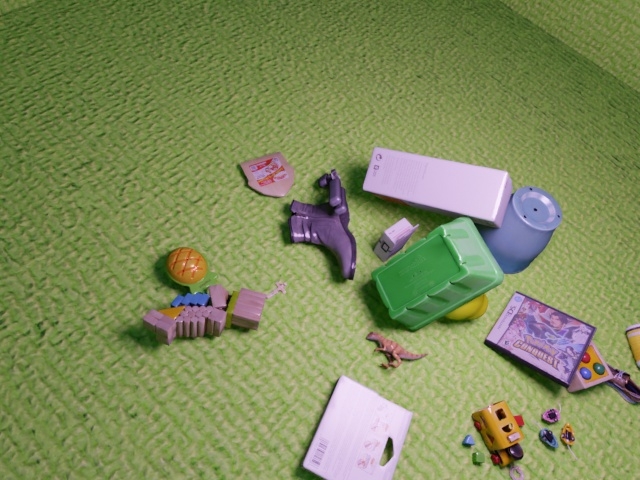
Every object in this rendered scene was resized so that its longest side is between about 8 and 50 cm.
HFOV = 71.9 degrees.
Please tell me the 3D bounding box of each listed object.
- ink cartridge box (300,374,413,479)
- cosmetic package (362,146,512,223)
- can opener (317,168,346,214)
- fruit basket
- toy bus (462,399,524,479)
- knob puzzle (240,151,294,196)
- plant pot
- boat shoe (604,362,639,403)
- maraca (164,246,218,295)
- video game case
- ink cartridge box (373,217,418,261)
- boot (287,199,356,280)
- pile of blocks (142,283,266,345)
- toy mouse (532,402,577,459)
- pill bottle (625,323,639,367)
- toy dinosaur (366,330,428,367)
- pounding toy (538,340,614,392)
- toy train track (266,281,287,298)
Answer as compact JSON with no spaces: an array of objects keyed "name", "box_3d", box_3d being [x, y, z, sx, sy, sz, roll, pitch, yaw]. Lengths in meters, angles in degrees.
[{"name":"ink cartridge box","box_3d":[0.108,0.566,1.261,0.238,0.060,0.275,27,59,4]},{"name":"cosmetic package","box_3d":[0.404,-0.182,1.527,0.452,0.230,0.162,17,93,28]},{"name":"can opener","box_3d":[0.040,-0.175,1.598,0.095,0.076,0.284,-25,28,16]},{"name":"fruit basket","box_3d":[0.402,0.130,1.439,0.391,0.392,0.283,-15,65,-18]},{"name":"toy bus","box_3d":[0.547,0.582,1.311,0.202,0.104,0.191,24,60,3]},{"name":"knob puzzle","box_3d":[-0.186,-0.235,1.667,0.212,0.030,0.213,5,60,-9]},{"name":"plant pot","box_3d":[0.722,-0.052,1.612,0.271,0.255,0.272,5,61,-8]},{"name":"boat shoe","box_3d":[1.009,0.466,1.487,0.183,0.066,0.066,41,61,12]},{"name":"maraca","box_3d":[-0.410,0.096,1.398,0.185,0.099,0.127,42,59,10]},{"name":"video game case","box_3d":[0.734,0.319,1.477,0.274,0.035,0.248,27,57,31]},{"name":"ink cartridge box","box_3d":[0.262,-0.009,1.540,0.104,0.180,0.060,-33,72,-26]},{"name":"boot","box_3d":[0.000,0.000,1.536,0.222,0.118,0.339,-2,49,-9]},{"name":"pile of blocks","box_3d":[-0.345,0.229,1.341,0.361,0.113,0.149,-3,48,-20]},{"name":"toy mouse","box_3d":[0.722,0.587,1.384,0.142,0.031,0.161,14,59,-3]},{"name":"pill bottle","box_3d":[1.149,0.389,1.537,0.103,0.103,0.184,5,60,-8]},{"name":"toy dinosaur","box_3d":[0.245,0.355,1.403,0.211,0.064,0.112,26,58,3]},{"name":"pounding toy","box_3d":[0.827,0.404,1.471,0.205,0.094,0.181,-11,64,-17]},{"name":"toy train track","box_3d":[-0.145,0.165,1.461,0.083,0.014,0.048,-36,73,-25]}]
